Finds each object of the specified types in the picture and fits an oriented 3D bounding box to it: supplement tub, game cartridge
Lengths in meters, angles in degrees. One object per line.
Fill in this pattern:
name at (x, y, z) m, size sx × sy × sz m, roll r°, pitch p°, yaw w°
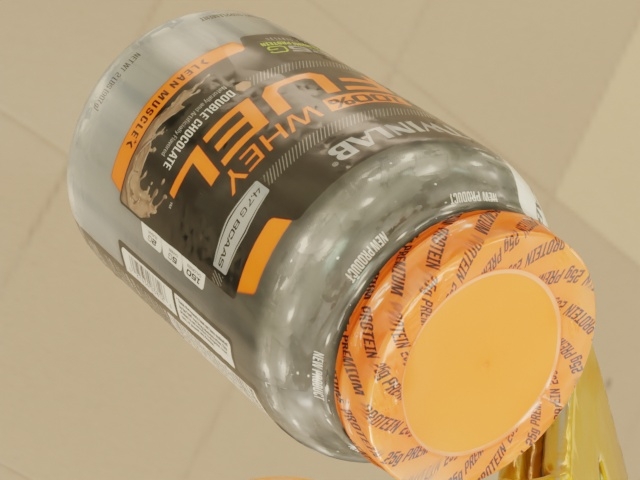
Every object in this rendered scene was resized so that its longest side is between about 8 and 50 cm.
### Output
supplement tub at (0.000, 0.000, 1.034) m, size 0.207 × 0.338 × 0.207 m, roll -18°, pitch 124°, yaw -29°
game cartridge at (0.192, 0.236, 1.157) m, size 0.285 × 0.052 × 0.324 m, roll -66°, pitch 142°, yaw -66°

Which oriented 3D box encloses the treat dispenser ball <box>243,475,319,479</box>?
treat dispenser ball at (-0.036, 0.366, 1.567) m, size 0.288 × 0.288 × 0.288 m, roll -5°, pitch 99°, yaw -35°
